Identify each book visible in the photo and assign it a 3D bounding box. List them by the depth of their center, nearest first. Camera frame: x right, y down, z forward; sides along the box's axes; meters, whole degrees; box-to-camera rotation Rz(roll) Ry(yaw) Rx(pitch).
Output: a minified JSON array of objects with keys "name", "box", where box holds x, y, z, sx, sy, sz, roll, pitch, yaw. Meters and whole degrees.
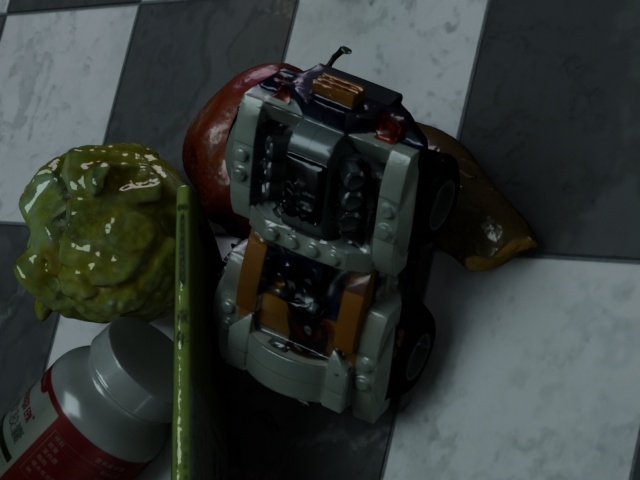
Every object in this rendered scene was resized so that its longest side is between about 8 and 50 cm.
[{"name":"book","box":[-0.102,0.159,1.593,0.035,0.239,0.352,-2,66,3]}]

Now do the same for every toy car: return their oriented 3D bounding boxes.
[{"name":"toy car","box":[-0.001,0.000,1.505,0.193,0.118,0.301,23,130,21]}]

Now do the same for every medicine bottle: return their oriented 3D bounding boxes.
[{"name":"medicine bottle","box":[-0.233,0.190,1.764,0.250,0.131,0.131,-46,47,23]}]

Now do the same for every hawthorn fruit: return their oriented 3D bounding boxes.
[{"name":"hawthorn fruit","box":[-0.029,-0.089,1.657,0.194,0.157,0.157,-57,43,6]}]

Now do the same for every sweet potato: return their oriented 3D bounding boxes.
[{"name":"sweet potato","box":[0.091,-0.051,1.575,0.077,0.077,0.243,-55,46,14]}]

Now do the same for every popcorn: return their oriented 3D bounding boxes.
[{"name":"popcorn","box":[-0.201,-0.004,1.787,0.187,0.167,0.185,7,84,51]}]
